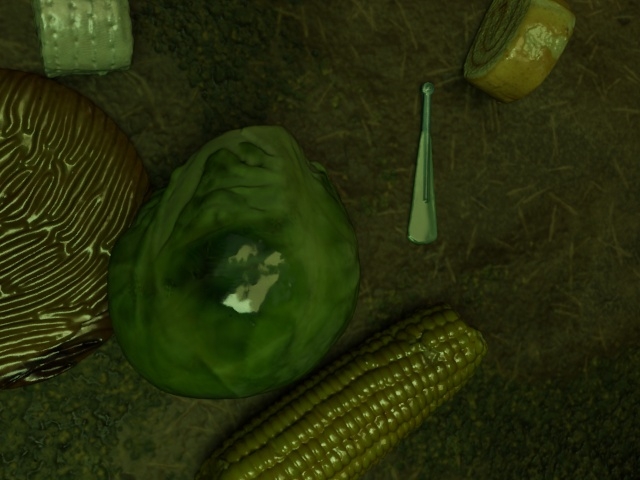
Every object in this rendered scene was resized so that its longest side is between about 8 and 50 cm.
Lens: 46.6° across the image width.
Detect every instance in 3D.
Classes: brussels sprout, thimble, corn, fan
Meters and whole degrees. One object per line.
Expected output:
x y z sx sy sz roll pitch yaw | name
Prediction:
-0.073 0.016 0.711 0.210 0.219 0.272 31 58 -54 | brussels sprout
-0.232 -0.220 0.725 0.090 0.102 0.115 -10 98 -21 | thimble
0.025 0.190 0.782 0.363 0.120 0.120 -31 97 -17 | corn
0.123 -0.092 0.881 0.038 0.016 0.193 2 87 -16 | fan

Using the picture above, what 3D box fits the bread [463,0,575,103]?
0.237 -0.234 0.871 0.073 0.122 0.149 29 80 -18 | bread

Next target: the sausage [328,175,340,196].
0.000 0.000 0.820 0.048 0.050 0.146 5 85 23 | sausage

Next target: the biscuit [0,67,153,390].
-0.318 -0.014 0.719 0.317 0.040 0.318 1 86 -19 | biscuit
